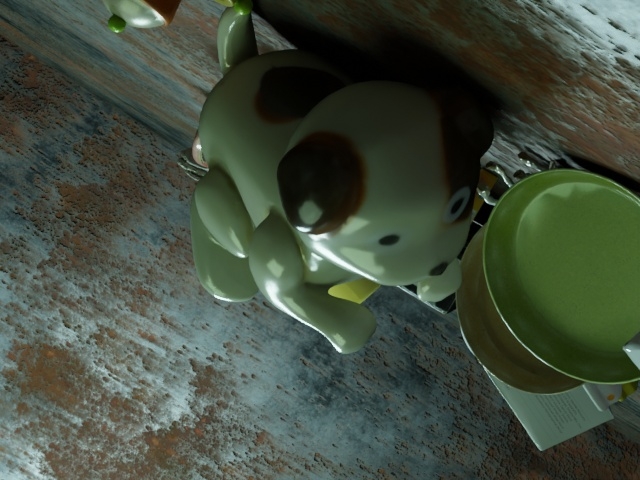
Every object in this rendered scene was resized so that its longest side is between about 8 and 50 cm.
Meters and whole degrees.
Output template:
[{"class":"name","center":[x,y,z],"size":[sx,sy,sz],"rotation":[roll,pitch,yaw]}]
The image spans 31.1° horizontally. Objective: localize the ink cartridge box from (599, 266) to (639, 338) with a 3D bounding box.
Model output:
[{"class":"ink cartridge box","center":[0.324,0.040,1.244],"size":[0.181,0.104,0.061],"rotation":[22,-148,39]}]

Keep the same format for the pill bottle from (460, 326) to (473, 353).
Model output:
[{"class":"pill bottle","center":[0.362,0.163,1.939],"size":[0.181,0.181,0.323],"rotation":[29,175,30]}]

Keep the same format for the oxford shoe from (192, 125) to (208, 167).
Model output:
[{"class":"oxford shoe","center":[-0.098,-0.158,1.925],"size":[0.146,0.140,0.397],"rotation":[27,-175,13]}]

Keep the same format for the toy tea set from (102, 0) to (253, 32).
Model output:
[{"class":"toy tea set","center":[-0.230,-0.312,1.153],"size":[0.336,0.124,0.200],"rotation":[35,174,-33]}]

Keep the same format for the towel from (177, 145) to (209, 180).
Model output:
[{"class":"towel","center":[-0.115,-0.130,2.171],"size":[0.282,0.049,0.187],"rotation":[28,-142,26]}]

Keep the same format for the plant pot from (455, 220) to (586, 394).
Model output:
[{"class":"plant pot","center":[0.275,0.073,1.429],"size":[0.236,0.236,0.032],"rotation":[28,-160,35]}]

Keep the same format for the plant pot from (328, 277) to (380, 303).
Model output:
[{"class":"plant pot","center":[0.000,0.000,2.304],"size":[0.239,0.254,0.254],"rotation":[48,171,-14]}]

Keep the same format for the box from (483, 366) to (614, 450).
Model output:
[{"class":"box","center":[0.318,0.168,1.658],"size":[0.182,0.119,0.181],"rotation":[55,-162,-21]}]

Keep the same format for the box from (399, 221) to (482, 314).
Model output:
[{"class":"box","center":[0.072,-0.042,1.696],"size":[0.395,0.097,0.318],"rotation":[31,-169,15]}]

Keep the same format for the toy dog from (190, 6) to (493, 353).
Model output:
[{"class":"toy dog","center":[0.033,-0.080,1.271],"size":[0.284,0.395,0.408],"rotation":[-14,-166,-21]}]

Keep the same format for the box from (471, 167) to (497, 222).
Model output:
[{"class":"box","center":[0.186,-0.047,1.496],"size":[0.028,0.081,0.136],"rotation":[31,176,0]}]

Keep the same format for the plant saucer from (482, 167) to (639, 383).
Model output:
[{"class":"plant saucer","center":[0.281,0.034,1.203],"size":[0.241,0.241,0.037],"rotation":[29,-143,31]}]

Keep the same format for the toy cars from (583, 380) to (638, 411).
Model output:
[{"class":"toy cars","center":[0.403,0.133,1.600],"size":[0.176,0.087,0.394],"rotation":[66,-162,13]}]

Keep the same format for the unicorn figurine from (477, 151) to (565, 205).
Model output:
[{"class":"unicorn figurine","center":[0.233,-0.051,1.286],"size":[0.111,0.060,0.162],"rotation":[34,175,-25]}]

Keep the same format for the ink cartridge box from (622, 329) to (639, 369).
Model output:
[{"class":"ink cartridge box","center":[0.468,0.181,0.931],"size":[0.384,0.160,0.279],"rotation":[50,171,-5]}]
